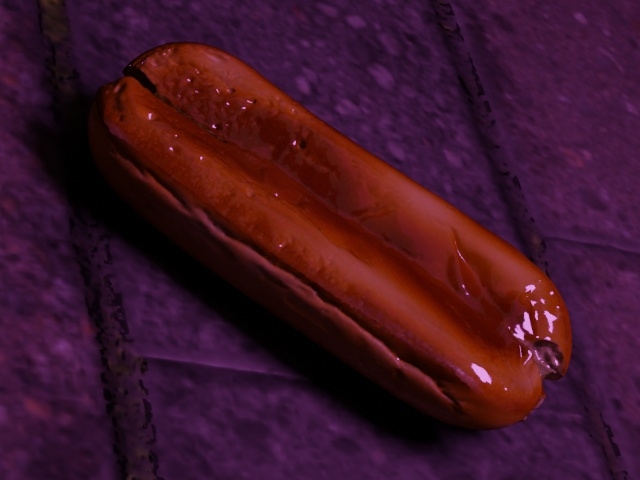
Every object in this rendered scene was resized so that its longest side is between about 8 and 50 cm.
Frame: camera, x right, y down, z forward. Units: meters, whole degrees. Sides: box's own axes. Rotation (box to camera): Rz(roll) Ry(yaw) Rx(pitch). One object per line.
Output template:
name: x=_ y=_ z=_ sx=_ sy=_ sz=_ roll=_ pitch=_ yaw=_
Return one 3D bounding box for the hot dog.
hot dog: x=0.000 y=0.000 z=0.893 sx=0.249 sy=0.068 sz=0.100 roll=36 pitch=48 yaw=8
